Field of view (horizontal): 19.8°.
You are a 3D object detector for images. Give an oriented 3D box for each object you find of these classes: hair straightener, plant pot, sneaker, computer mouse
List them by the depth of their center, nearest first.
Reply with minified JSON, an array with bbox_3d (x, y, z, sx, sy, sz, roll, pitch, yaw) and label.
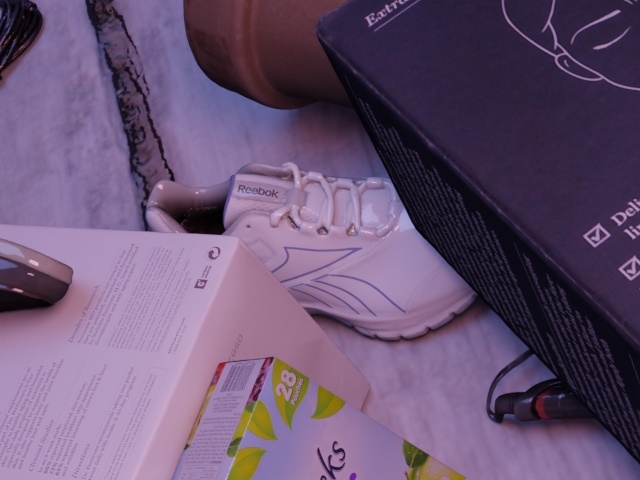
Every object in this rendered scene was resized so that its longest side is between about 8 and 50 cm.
[{"bbox_3d":[0.212,0.089,1.195,0.230,0.047,0.089,-12,27,33],"label":"hair straightener"},{"bbox_3d":[-0.264,0.062,1.223,0.222,0.083,0.118,-3,70,29],"label":"sneaker"},{"bbox_3d":[0.000,0.000,1.335,0.297,0.129,0.111,-8,50,27],"label":"sneaker"},{"bbox_3d":[0.062,-0.191,1.389,0.229,0.263,0.263,31,75,27],"label":"plant pot"},{"bbox_3d":[-0.395,-0.200,1.810,0.262,0.060,0.184,20,69,42],"label":"computer mouse"}]

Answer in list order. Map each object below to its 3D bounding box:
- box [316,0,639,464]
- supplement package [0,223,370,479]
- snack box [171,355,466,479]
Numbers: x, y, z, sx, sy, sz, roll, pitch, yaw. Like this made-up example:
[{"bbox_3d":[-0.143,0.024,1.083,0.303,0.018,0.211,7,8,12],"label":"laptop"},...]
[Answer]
[{"bbox_3d":[0.236,-0.049,1.083,0.293,0.212,0.395,-35,47,-6],"label":"box"},{"bbox_3d":[-0.146,0.125,1.280,0.263,0.198,0.199,3,58,35],"label":"supplement package"},{"bbox_3d":[-0.020,0.203,1.137,0.070,0.174,0.207,-13,48,52],"label":"snack box"}]
